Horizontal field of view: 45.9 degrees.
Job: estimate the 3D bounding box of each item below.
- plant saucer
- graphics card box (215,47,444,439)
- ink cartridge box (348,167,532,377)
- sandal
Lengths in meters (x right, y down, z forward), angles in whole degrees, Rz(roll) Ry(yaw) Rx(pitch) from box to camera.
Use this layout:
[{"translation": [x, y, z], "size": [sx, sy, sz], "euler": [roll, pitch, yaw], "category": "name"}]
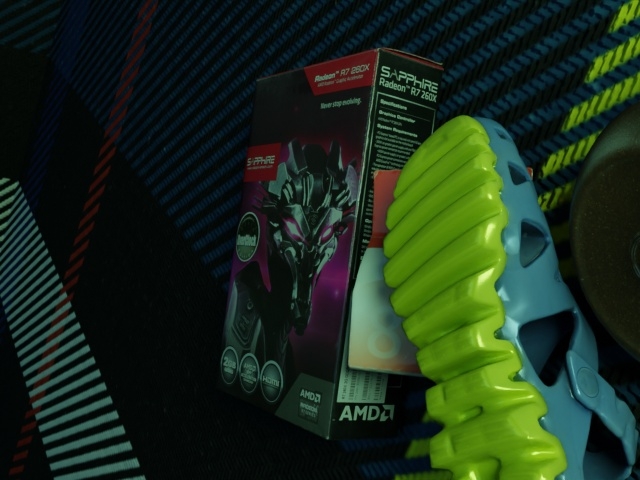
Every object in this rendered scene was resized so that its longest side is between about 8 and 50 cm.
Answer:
[{"translation": [0.218, 0.009, 0.465], "size": [0.198, 0.036, 0.198], "euler": [47, 146, 47], "category": "plant saucer"}, {"translation": [0.000, 0.000, 0.795], "size": [0.233, 0.094, 0.370], "euler": [6, 89, 55], "category": "graphics card box"}, {"translation": [0.102, 0.025, 0.632], "size": [0.146, 0.045, 0.179], "euler": [1, 86, 23], "category": "ink cartridge box"}, {"translation": [0.136, 0.060, 0.542], "size": [0.126, 0.138, 0.317], "euler": [-31, 61, 53], "category": "sandal"}]
